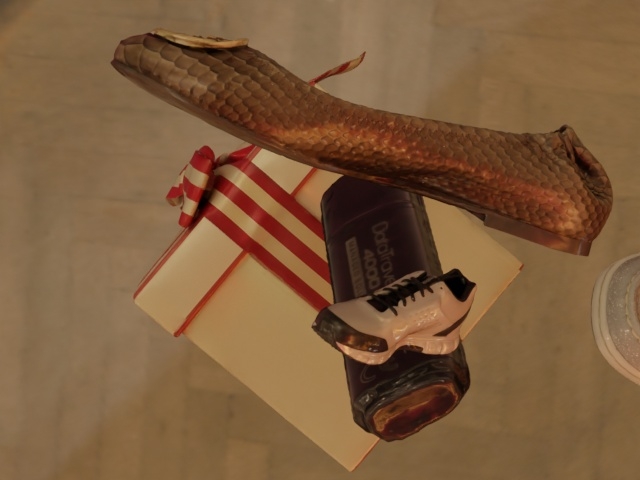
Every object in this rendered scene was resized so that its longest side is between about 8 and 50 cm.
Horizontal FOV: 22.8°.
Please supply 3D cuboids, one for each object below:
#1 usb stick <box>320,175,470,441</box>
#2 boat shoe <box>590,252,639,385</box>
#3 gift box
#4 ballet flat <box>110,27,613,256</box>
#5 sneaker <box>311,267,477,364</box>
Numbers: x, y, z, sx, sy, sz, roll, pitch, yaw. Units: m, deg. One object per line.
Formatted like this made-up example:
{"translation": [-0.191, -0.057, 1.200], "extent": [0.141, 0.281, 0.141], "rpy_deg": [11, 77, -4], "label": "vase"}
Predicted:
{"translation": [0.044, 0.029, 1.027], "extent": [0.077, 0.278, 0.045], "rpy_deg": [-26, 118, 10], "label": "usb stick"}
{"translation": [0.339, 0.058, 1.066], "extent": [0.320, 0.103, 0.118], "rpy_deg": [11, 66, -11], "label": "boat shoe"}
{"translation": [0.000, 0.000, 1.345], "extent": [0.258, 0.255, 0.276], "rpy_deg": [39, 85, -5], "label": "gift box"}
{"translation": [0.026, -0.056, 0.741], "extent": [0.250, 0.084, 0.058], "rpy_deg": [19, 98, -13], "label": "ballet flat"}
{"translation": [0.038, 0.034, 0.799], "extent": [0.040, 0.109, 0.044], "rpy_deg": [40, 117, 30], "label": "sneaker"}
